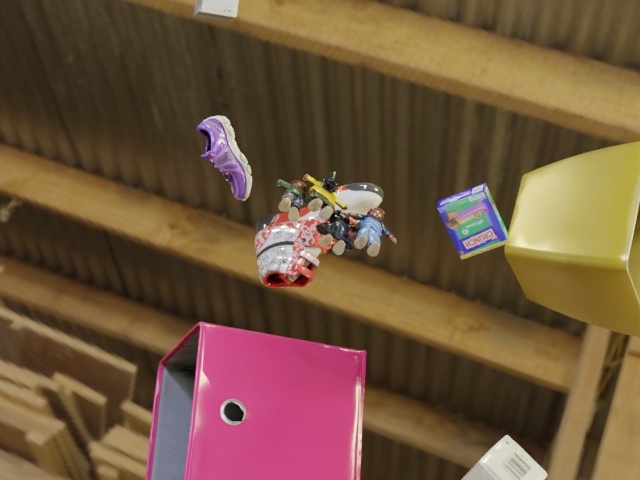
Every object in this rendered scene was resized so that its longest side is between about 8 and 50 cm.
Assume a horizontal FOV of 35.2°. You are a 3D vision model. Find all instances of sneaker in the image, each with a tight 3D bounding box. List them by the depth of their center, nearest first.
[{"bbox_3d":[0.000,0.001,1.835,0.270,0.145,0.090,-19,-35,24],"label":"sneaker"},{"bbox_3d":[-0.185,-0.149,1.898,0.169,0.071,0.068,65,-29,3],"label":"sneaker"}]

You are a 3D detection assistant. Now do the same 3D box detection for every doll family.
[{"bbox_3d":[0.025,-0.041,1.495,0.193,0.111,0.076,42,-68,-11],"label":"doll family"}]

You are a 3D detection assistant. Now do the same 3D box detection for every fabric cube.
[{"bbox_3d":[-0.101,0.291,1.497,0.258,0.254,0.259,12,-24,-18],"label":"fabric cube"}]

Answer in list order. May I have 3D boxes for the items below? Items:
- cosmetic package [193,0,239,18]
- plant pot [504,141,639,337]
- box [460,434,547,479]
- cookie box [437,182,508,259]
[{"bbox_3d":[-0.165,-0.408,1.628,0.061,0.098,0.239,6,10,-11],"label":"cosmetic package"},{"bbox_3d":[0.386,0.000,1.466,0.187,0.212,0.212,2,-32,30],"label":"plant pot"},{"bbox_3d":[0.242,0.449,1.647,0.094,0.113,0.275,44,-54,17],"label":"box"},{"bbox_3d":[0.266,-0.032,1.755,0.092,0.040,0.107,-21,-72,21],"label":"cookie box"}]
